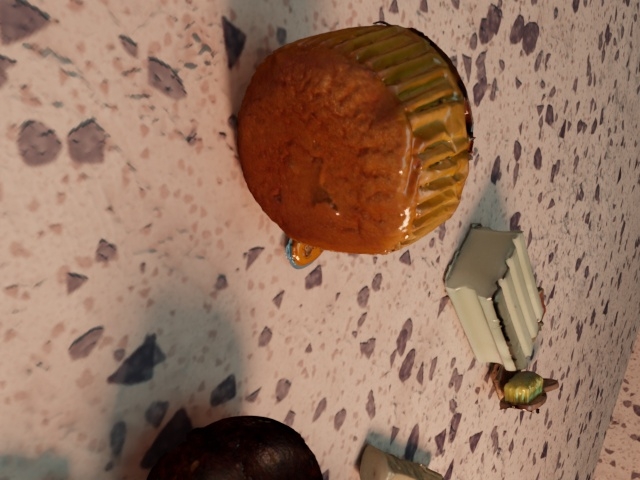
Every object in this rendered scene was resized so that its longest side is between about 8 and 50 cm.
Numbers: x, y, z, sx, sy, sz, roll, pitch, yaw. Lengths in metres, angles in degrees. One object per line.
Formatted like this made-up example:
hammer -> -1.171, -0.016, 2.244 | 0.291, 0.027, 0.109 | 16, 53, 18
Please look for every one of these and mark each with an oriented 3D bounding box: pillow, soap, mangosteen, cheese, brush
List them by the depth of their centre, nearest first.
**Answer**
mangosteen -> -0.058, 0.234, 0.484 | 0.166, 0.180, 0.166 | -38, 140, -41
cheese -> -0.001, 0.000, 0.622 | 0.111, 0.017, 0.047 | -22, 120, -48
soap -> 0.296, 0.099, 0.976 | 0.150, 0.094, 0.261 | -61, 139, -28
brush -> 0.432, 0.288, 1.172 | 0.313, 0.072, 0.067 | 7, 87, -57
pillow -> 0.405, 0.212, 1.183 | 0.232, 0.043, 0.126 | -59, 140, -20

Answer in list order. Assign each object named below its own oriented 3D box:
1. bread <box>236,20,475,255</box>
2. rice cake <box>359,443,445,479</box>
bread -> 0.019, -0.076, 0.477 | 0.104, 0.199, 0.199 | -30, 123, -40
rice cake -> 0.130, 0.356, 0.870 | 0.256, 0.052, 0.057 | 44, 37, -49
